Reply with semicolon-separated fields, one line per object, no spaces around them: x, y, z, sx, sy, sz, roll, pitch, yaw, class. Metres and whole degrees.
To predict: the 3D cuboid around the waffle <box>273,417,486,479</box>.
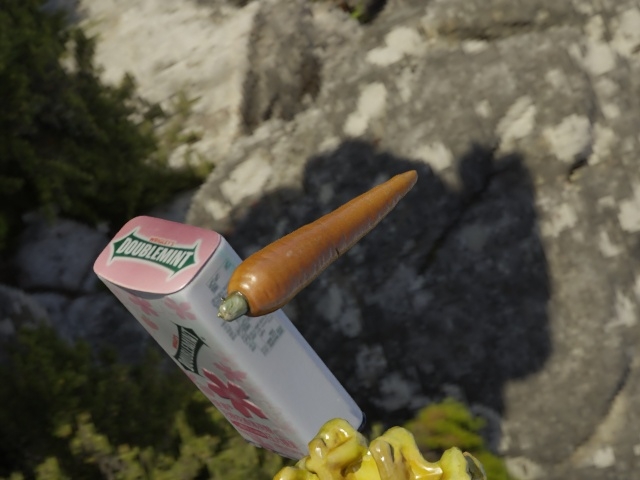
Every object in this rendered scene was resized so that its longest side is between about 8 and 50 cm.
0.025;0.225;0.912;0.057;0.229;0.219;-19;86;-62;waffle

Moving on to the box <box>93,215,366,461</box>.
-0.107;0.135;1.773;0.112;0.190;0.369;-51;126;-21;box

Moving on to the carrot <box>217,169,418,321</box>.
0.000;0.000;1.642;0.336;0.069;0.069;-37;103;-35;carrot
